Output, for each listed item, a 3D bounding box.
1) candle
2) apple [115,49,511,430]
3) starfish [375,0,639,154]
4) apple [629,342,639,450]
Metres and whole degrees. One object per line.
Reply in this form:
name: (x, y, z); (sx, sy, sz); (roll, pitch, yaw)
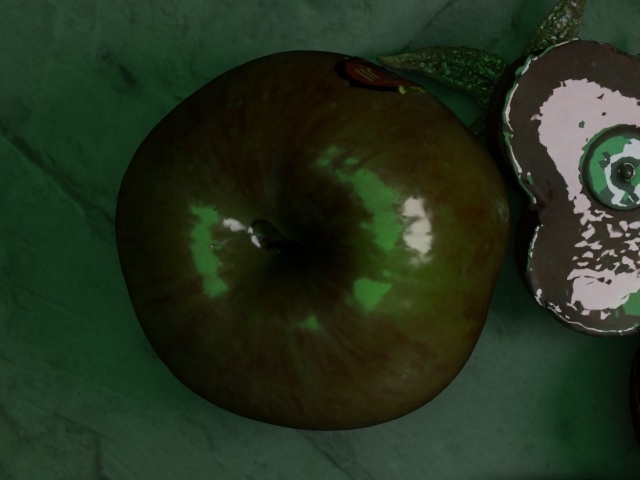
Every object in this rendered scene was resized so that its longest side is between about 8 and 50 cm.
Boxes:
candle: (0.326, -0.072, 1.388); (0.287, 0.131, 0.317); (-18, 99, 1)
apple: (0.000, 0.000, 1.344); (0.400, 0.333, 0.400); (0, 91, 18)
starfish: (0.236, -0.166, 1.474); (0.302, 0.060, 0.299); (-43, 90, 3)
apple: (0.454, 0.176, 1.353); (0.206, 0.272, 0.251); (-32, 92, 38)
